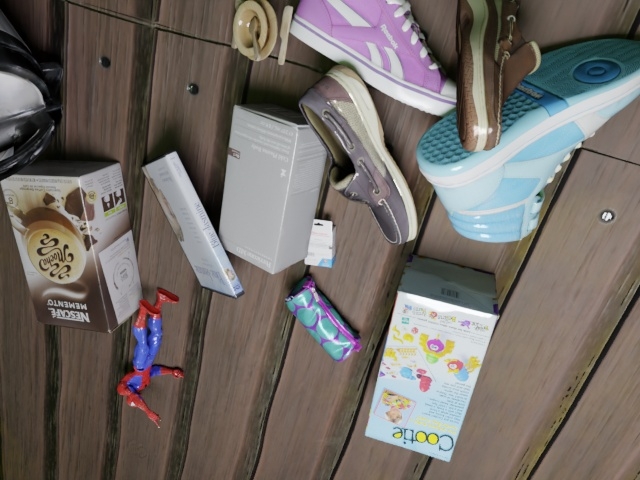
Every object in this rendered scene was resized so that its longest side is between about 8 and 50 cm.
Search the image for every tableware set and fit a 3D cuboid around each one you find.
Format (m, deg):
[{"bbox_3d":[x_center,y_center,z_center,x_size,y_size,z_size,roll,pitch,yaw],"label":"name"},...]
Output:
[{"bbox_3d":[-0.090,-0.351,0.726,0.128,0.039,0.194,31,121,36],"label":"tableware set"}]

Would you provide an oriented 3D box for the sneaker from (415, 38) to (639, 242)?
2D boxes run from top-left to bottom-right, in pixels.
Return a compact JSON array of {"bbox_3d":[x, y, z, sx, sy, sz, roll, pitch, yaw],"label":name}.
[{"bbox_3d":[0.295,-0.118,0.707,0.319,0.127,0.208,-27,132,4],"label":"sneaker"}]

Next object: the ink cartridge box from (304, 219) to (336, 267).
[{"bbox_3d":[0.000,0.000,0.881,0.048,0.028,0.083,7,114,14],"label":"ink cartridge box"}]

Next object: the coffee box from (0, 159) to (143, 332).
[{"bbox_3d":[-0.452,0.009,0.971,0.168,0.119,0.296,3,112,15],"label":"coffee box"}]

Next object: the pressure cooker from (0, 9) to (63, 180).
[{"bbox_3d":[-0.628,-0.242,0.756,0.370,0.375,0.420,-37,89,0],"label":"pressure cooker"}]

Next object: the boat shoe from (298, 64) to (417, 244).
[{"bbox_3d":[0.054,-0.102,0.750,0.092,0.103,0.285,-35,121,-13],"label":"boat shoe"}]

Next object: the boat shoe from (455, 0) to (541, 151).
[{"bbox_3d":[0.212,-0.216,0.617,0.095,0.257,0.095,2,152,10],"label":"boat shoe"}]

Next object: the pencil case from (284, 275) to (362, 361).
[{"bbox_3d":[0.005,0.138,0.916,0.151,0.064,0.070,50,141,-7],"label":"pencil case"}]

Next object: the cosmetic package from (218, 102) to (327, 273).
[{"bbox_3d":[-0.075,-0.083,0.816,0.127,0.107,0.237,23,115,26],"label":"cosmetic package"}]

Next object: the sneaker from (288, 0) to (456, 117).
[{"bbox_3d":[0.106,-0.284,0.694,0.282,0.102,0.161,33,114,2],"label":"sneaker"}]

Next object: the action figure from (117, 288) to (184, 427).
[{"bbox_3d":[-0.325,0.251,1.046,0.139,0.091,0.280,32,117,13],"label":"action figure"}]

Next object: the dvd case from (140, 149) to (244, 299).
[{"bbox_3d":[-0.221,-0.023,0.883,0.180,0.022,0.252,2,119,59],"label":"dvd case"}]

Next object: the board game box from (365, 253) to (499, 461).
[{"bbox_3d":[0.175,0.185,0.840,0.145,0.142,0.275,14,115,11],"label":"board game box"}]
